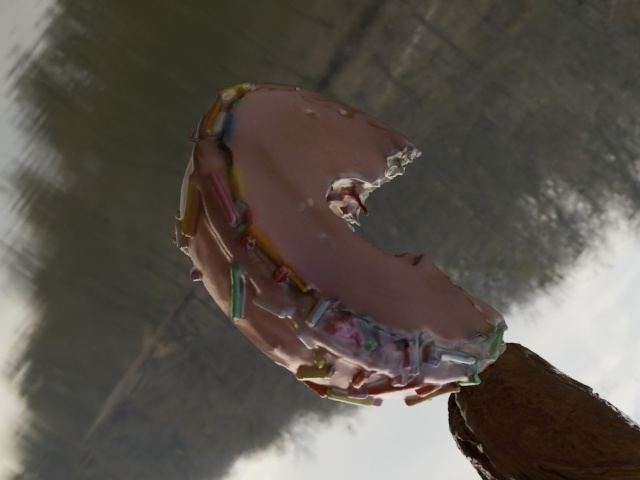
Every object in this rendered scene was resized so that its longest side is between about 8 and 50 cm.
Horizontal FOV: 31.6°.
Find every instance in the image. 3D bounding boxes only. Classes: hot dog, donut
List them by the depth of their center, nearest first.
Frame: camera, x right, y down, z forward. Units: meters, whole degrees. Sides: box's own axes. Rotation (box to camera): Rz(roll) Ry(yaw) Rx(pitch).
[{"bbox_3d":[0.000,0.000,0.691,0.085,0.199,0.233,-49,-136,33],"label":"donut"},{"bbox_3d":[0.231,0.193,0.995,0.272,0.196,0.122,36,-81,50],"label":"hot dog"}]
